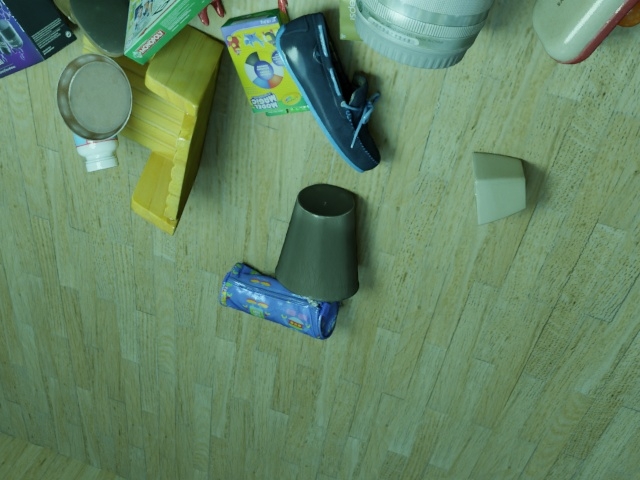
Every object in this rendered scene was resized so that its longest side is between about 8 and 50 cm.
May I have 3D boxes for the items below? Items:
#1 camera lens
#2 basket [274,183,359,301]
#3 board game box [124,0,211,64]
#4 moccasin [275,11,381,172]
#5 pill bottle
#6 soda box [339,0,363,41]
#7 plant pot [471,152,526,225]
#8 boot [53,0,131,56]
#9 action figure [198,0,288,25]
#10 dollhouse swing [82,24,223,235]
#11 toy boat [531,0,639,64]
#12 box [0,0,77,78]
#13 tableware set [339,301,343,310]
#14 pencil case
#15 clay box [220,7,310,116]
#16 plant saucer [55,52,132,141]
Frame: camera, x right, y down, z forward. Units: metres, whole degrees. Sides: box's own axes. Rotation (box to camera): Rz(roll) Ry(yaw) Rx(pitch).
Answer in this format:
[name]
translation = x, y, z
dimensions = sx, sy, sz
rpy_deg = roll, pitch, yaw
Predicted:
[camera lens]
translation = 0.182, -0.441, 1.180
dimensions = 0.219, 0.219, 0.274
rpy_deg = 22, 133, 4
[basket]
translation = 0.000, 0.000, 1.683
dimensions = 0.204, 0.154, 0.227
rpy_deg = 15, 129, 12
[board game box]
translation = -0.237, -0.481, 1.328
dimensions = 0.046, 0.214, 0.317
rpy_deg = 24, 141, -39
[moccasin]
translation = 0.042, -0.273, 1.428
dimensions = 0.116, 0.138, 0.342
rpy_deg = -25, 127, 17
[pill bottle]
translation = -0.466, -0.226, 1.536
dimensions = 0.087, 0.087, 0.160
rpy_deg = -8, 99, 28
[soda box]
translation = 0.068, -0.451, 1.327
dimensions = 0.058, 0.061, 0.181
rpy_deg = 11, 132, 14
[plant pot]
translation = 0.354, -0.106, 1.478
dimensions = 0.096, 0.109, 0.109
rpy_deg = -4, 127, 10
[boot]
translation = -0.455, -0.460, 1.457
dimensions = 0.305, 0.112, 0.115
rpy_deg = 57, 147, 16
[action figure]
translation = -0.089, -0.455, 1.372
dimensions = 0.280, 0.091, 0.139
rpy_deg = -24, 110, 37
[dollhouse swing]
translation = -0.390, -0.260, 1.544
dimensions = 0.304, 0.315, 0.347
rpy_deg = 17, 134, -6
[toy boat]
translation = 0.461, -0.385, 1.191
dimensions = 0.151, 0.151, 0.231
rpy_deg = 9, 140, -26
[box]
translation = -0.657, -0.452, 1.557
dimensions = 0.261, 0.103, 0.184
rpy_deg = -2, 126, 44
[tableware set]
translation = -0.032, 0.140, 1.897
dimensions = 0.141, 0.020, 0.169
rpy_deg = -19, 120, 34
[pencil case]
translation = -0.100, 0.146, 1.837
dimensions = 0.306, 0.119, 0.133
rpy_deg = 16, 156, 19
[clay box]
translation = -0.099, -0.342, 1.494
dimensions = 0.127, 0.053, 0.222
rpy_deg = -4, 126, 25
[plant saucer]
translation = -0.435, -0.278, 1.454
dimensions = 0.168, 0.029, 0.169
rpy_deg = 3, 101, 15
